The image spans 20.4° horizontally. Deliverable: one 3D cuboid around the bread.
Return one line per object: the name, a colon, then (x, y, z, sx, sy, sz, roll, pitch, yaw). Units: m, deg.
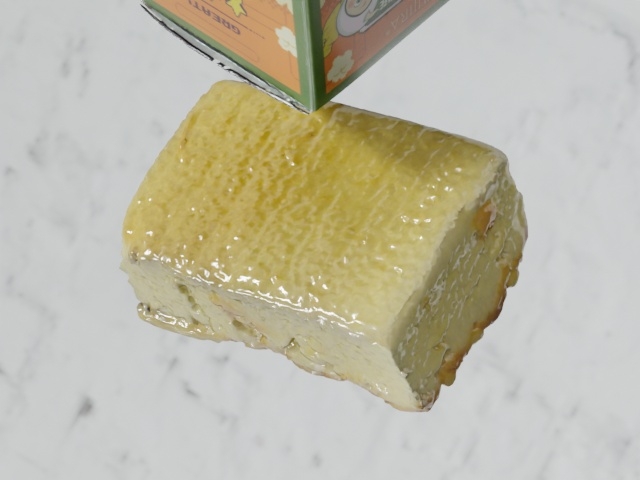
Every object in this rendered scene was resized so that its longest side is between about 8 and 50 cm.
bread: (0.000, 0.000, 1.271, 0.185, 0.274, 0.114, -57, -40, -22)

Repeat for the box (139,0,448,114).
box: (-0.006, -0.220, 1.194, 0.195, 0.177, 0.148, -41, -30, -27)
